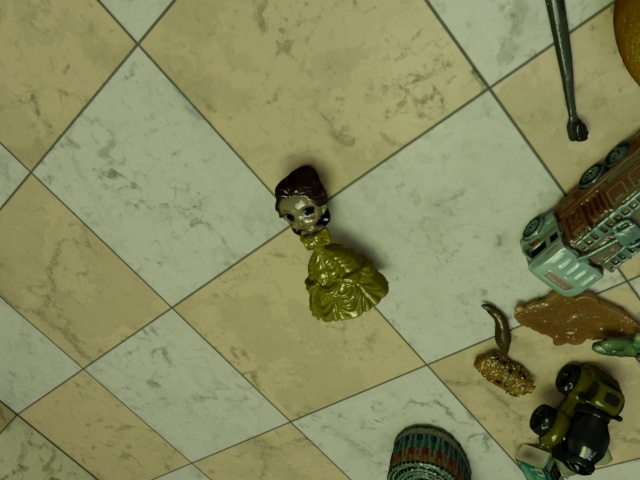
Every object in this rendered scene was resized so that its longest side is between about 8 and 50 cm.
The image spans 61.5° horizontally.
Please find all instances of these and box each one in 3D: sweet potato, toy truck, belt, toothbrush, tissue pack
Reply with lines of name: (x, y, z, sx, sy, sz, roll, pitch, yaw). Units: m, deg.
sweet potato: (0.409, 0.202, 1.225, 0.041, 0.038, 0.153, -25, 111, 4)
toy truck: (0.511, -0.028, 0.970, 0.136, 0.162, 0.305, 35, 125, -6)
toy truck: (0.583, 0.390, 1.177, 0.147, 0.165, 0.224, 31, 87, 1)
belt: (0.303, 0.663, 1.474, 0.207, 0.160, 0.295, -13, 116, 24)
toothbrush: (0.415, -0.303, 0.909, 0.030, 0.030, 0.297, -23, 113, 0)
tissue pack: (0.574, 0.585, 1.397, 0.085, 0.079, 0.111, 0, 127, 55)

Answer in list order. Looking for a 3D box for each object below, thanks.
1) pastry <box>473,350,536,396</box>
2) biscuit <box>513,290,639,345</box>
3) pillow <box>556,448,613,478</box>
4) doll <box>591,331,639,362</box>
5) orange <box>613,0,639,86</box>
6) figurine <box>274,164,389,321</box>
pastry: (0.436, 0.317, 1.280, 0.140, 0.056, 0.080, 41, 128, -8)
biscuit: (0.548, 0.167, 1.160, 0.250, 0.035, 0.162, 8, 130, 13)
pillow: (0.617, 0.483, 1.315, 0.134, 0.078, 0.181, -24, 106, 24)
doll: (0.657, 0.233, 1.134, 0.150, 0.077, 0.115, 4, 146, 3)
orange: (0.538, -0.313, 0.717, 0.274, 0.274, 0.274, 8, 123, 12)
figurine: (-0.002, 0.003, 1.144, 0.187, 0.168, 0.315, 3, 128, 48)
